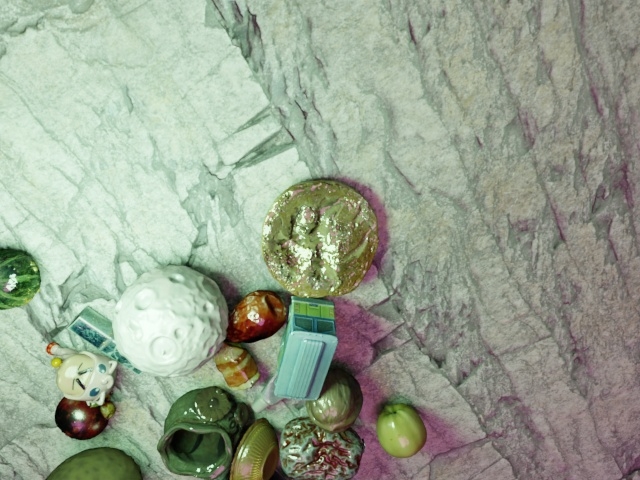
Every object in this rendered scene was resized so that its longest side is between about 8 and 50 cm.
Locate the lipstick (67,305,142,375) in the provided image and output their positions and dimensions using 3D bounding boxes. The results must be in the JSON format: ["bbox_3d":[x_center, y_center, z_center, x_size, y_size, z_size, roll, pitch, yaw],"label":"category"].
[{"bbox_3d":[-0.688,0.339,1.486,0.077,0.076,0.289,-41,113,12],"label":"lipstick"}]

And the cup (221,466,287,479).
[{"bbox_3d":[-0.288,1.116,1.760,0.400,0.310,0.392,33,114,-15],"label":"cup"}]

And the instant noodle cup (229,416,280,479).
[{"bbox_3d":[-0.216,0.795,1.622,0.090,0.274,0.274,10,118,24],"label":"instant noodle cup"}]

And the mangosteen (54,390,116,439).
[{"bbox_3d":[-0.815,0.592,1.558,0.199,0.200,0.200,-1,115,-3],"label":"mangosteen"}]

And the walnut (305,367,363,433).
[{"bbox_3d":[0.048,0.562,1.562,0.224,0.224,0.225,-1,115,-3],"label":"walnut"}]

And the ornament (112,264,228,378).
[{"bbox_3d":[-0.444,0.246,1.331,0.336,0.337,0.338,-1,115,-3],"label":"ornament"}]

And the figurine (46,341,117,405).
[{"bbox_3d":[-0.801,0.438,1.455,0.287,0.186,0.176,13,81,32],"label":"figurine"}]

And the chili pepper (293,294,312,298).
[{"bbox_3d":[-0.062,0.179,1.470,0.059,0.050,0.268,-12,116,32],"label":"chili pepper"}]

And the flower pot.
[{"bbox_3d":[-0.410,0.675,1.587,0.301,0.213,0.302,-1,116,-2],"label":"flower pot"}]

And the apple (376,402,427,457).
[{"bbox_3d":[0.303,0.715,1.672,0.199,0.200,0.200,-1,115,-3],"label":"apple"}]

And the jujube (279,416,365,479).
[{"bbox_3d":[0.001,0.782,1.666,0.316,0.226,0.226,8,114,-8],"label":"jujube"}]

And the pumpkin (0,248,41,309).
[{"bbox_3d":[-0.936,0.115,1.325,0.190,0.146,0.191,3,97,20],"label":"pumpkin"}]

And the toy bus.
[{"bbox_3d":[-0.051,0.350,1.436,0.151,0.190,0.313,9,124,-10],"label":"toy bus"}]

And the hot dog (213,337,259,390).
[{"bbox_3d":[-0.294,0.426,1.545,0.146,0.103,0.213,-13,107,26],"label":"hot dog"}]

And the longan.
[{"bbox_3d":[-0.832,0.958,1.608,0.390,0.391,0.392,-1,115,-3],"label":"longan"}]

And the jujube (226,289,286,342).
[{"bbox_3d":[-0.215,0.256,1.438,0.168,0.168,0.236,38,126,-19],"label":"jujube"}]

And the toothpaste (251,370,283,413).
[{"bbox_3d":[-0.141,0.525,1.624,0.282,0.068,0.099,-45,141,6],"label":"toothpaste"}]

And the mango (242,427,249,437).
[{"bbox_3d":[-0.304,0.784,1.719,0.184,0.085,0.102,-36,109,2],"label":"mango"}]

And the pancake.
[{"bbox_3d":[-0.001,-0.001,1.363,0.386,0.082,0.388,-2,108,-5],"label":"pancake"}]
